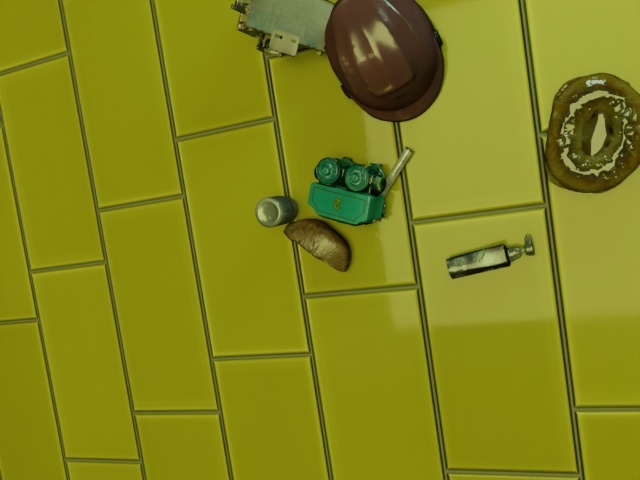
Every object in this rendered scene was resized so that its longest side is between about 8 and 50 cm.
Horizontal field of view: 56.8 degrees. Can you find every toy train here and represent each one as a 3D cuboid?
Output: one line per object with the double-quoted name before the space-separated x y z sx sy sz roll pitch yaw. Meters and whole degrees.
"toy train" 0.069 -0.125 1.511 0.203 0.112 0.163 17 104 32

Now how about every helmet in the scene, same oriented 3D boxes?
"helmet" 0.143 -0.455 1.409 0.270 0.197 0.339 -23 87 20

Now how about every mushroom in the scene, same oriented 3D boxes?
"mushroom" -0.001 -0.001 1.587 0.209 0.072 0.094 39 100 13

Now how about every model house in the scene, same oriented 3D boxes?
"model house" -0.121 -0.567 1.506 0.206 0.270 0.178 35 116 51

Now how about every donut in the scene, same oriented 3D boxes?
"donut" 0.603 -0.232 1.292 0.208 0.128 0.262 3 100 20

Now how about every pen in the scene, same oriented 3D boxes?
"pen" 0.176 -0.148 1.524 0.025 0.025 0.204 35 109 14

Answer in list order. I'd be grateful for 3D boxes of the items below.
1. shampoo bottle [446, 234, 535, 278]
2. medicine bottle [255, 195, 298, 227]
"shampoo bottle" 0.413 0.041 1.439 0.207 0.057 0.064 -16 83 20
"medicine bottle" -0.113 -0.080 1.588 0.080 0.130 0.080 3 98 20
